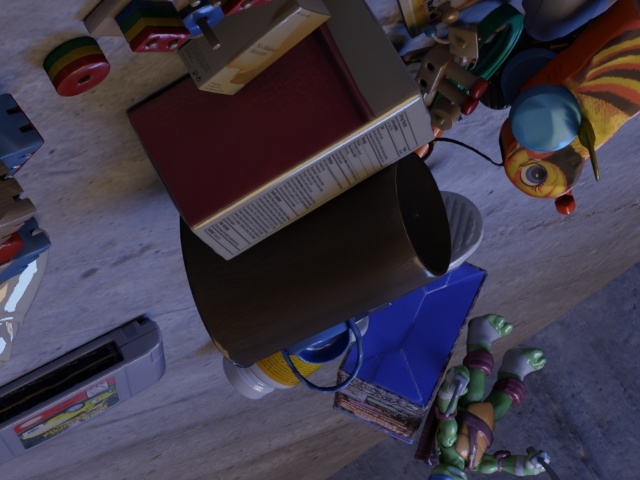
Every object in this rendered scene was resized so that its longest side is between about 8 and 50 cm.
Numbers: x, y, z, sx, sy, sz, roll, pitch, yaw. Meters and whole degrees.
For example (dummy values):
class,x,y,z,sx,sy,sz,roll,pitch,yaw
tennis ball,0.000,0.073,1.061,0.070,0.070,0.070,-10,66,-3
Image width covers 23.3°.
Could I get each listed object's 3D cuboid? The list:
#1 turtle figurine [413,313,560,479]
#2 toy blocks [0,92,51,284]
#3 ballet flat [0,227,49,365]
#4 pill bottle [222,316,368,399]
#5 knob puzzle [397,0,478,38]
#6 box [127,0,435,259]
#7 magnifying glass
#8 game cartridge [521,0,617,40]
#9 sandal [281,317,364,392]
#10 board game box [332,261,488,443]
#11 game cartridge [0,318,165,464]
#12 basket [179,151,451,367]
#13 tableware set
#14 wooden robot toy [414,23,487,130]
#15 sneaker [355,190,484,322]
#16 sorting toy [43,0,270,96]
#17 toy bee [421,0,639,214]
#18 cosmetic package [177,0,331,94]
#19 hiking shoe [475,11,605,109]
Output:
class,x,y,z,sx,sy,sz,roll,pitch,yaw
turtle figurine,0.264,0.242,2.249,0.275,0.198,0.266,111,1,-56
toy blocks,-0.328,0.017,1.182,0.381,0.191,0.261,-39,175,34
ballet flat,-0.395,0.136,1.478,0.400,0.139,0.139,-33,166,12
pill bottle,-0.041,0.140,2.226,0.208,0.117,0.117,-39,164,31
knob puzzle,0.162,-0.258,1.436,0.213,0.030,0.213,-28,165,-8
box,-0.031,-0.102,1.389,0.232,0.127,0.148,-31,166,2
magnifying glass,0.138,-0.150,1.629,0.092,0.026,0.231,-18,145,-57
game cartridge,0.337,-0.311,1.505,0.297,0.062,0.198,-32,173,-10
sandal,-0.023,0.075,1.850,0.126,0.138,0.317,-28,139,8
board game box,0.131,0.156,2.362,0.291,0.141,0.232,93,22,-74
game cartridge,-0.334,0.203,1.996,0.294,0.060,0.196,-27,170,-11
basket,0.000,0.000,1.523,0.227,0.204,0.154,-16,173,24
tableware set,0.096,-0.167,1.598,0.194,0.039,0.128,-21,149,-53
wooden robot toy,0.132,-0.166,1.511,0.079,0.076,0.173,-50,170,-37
sneaker,0.063,0.031,2.049,0.321,0.126,0.127,-20,162,5
sorting toy,-0.080,-0.189,1.160,0.274,0.046,0.132,-39,163,31
toy bee,0.238,-0.114,1.569,0.298,0.162,0.195,-20,-143,38
cosmetic package,-0.054,-0.170,1.281,0.115,0.041,0.060,-36,164,24
hiking shoe,0.270,-0.224,1.704,0.227,0.086,0.114,-28,180,15
